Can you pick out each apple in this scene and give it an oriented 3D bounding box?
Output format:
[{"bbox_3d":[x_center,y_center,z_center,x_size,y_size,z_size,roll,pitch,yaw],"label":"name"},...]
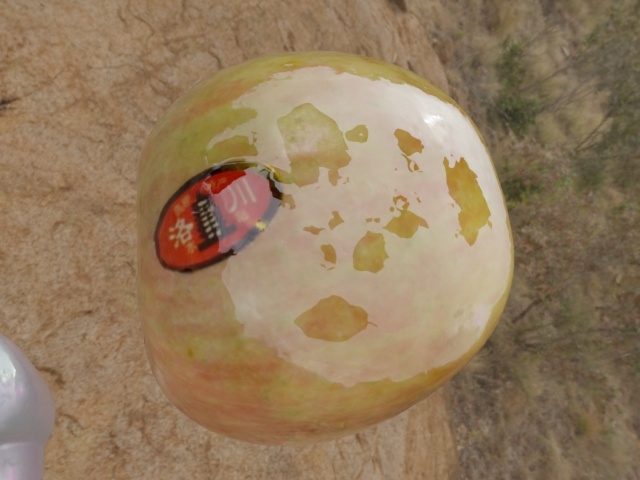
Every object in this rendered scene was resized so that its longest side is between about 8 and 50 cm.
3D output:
[{"bbox_3d":[0.000,0.000,0.542,0.346,0.391,0.391,-5,64,-9],"label":"apple"}]

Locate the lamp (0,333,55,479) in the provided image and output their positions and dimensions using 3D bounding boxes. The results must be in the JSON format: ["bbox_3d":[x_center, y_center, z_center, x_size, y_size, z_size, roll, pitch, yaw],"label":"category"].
[{"bbox_3d":[-0.244,0.235,0.310,0.247,0.247,0.301,-11,63,-26],"label":"lamp"}]
